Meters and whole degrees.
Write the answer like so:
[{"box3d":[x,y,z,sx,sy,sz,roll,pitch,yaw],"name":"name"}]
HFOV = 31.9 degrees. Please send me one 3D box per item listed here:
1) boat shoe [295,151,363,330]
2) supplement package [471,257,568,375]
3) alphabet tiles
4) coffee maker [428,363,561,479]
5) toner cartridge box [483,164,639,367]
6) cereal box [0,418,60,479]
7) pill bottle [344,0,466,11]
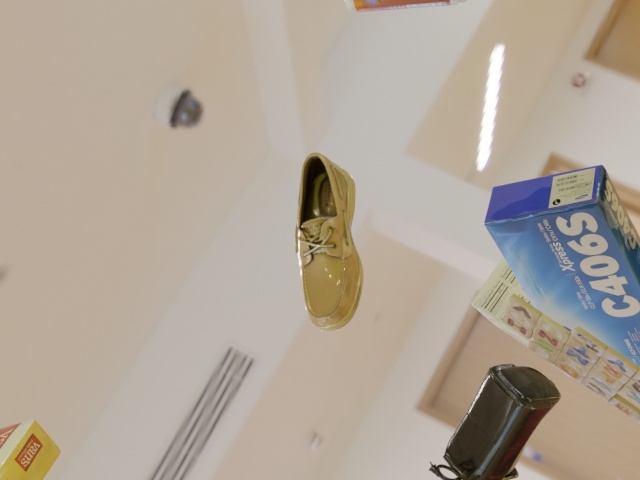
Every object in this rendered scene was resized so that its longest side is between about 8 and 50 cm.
[{"box3d":[0.000,0.000,2.052,0.110,0.122,0.341,43,-143,-51],"name":"boat shoe"},{"box3d":[0.439,0.141,2.184,0.149,0.203,0.194,-54,-33,-1],"name":"supplement package"},{"box3d":[0.313,0.144,1.282,0.009,0.237,0.198,-53,-14,-11],"name":"alphabet tiles"},{"box3d":[0.282,0.298,1.778,0.171,0.120,0.178,-25,-37,-56],"name":"coffee maker"},{"box3d":[0.379,0.054,1.580,0.348,0.165,0.075,53,-138,-33],"name":"toner cartridge box"},{"box3d":[-0.351,0.245,0.944,0.047,0.240,0.173,57,-148,-22],"name":"cereal box"},{"box3d":[0.140,-0.381,1.535,0.121,0.216,0.121,-2,-90,-77],"name":"pill bottle"}]
